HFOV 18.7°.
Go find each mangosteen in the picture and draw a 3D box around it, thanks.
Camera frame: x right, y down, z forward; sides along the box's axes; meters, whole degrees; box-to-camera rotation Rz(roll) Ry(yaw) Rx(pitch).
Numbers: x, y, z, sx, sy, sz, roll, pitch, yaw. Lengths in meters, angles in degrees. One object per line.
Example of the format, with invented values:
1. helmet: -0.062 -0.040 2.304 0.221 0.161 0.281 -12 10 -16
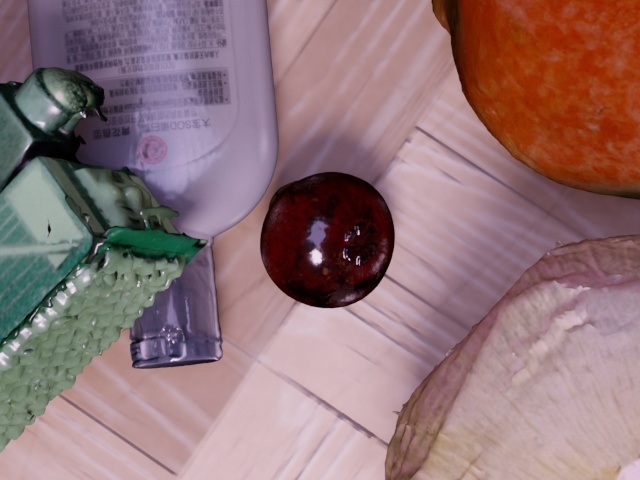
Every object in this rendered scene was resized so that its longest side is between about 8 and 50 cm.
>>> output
1. mangosteen: 0.002 0.000 1.119 0.081 0.081 0.081 0 84 2

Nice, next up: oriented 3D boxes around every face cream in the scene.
1. face cream: -0.094 -0.072 1.129 0.144 0.071 0.291 -7 83 4

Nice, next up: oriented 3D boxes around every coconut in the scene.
1. coconut: 0.176 0.144 1.006 0.297 0.254 0.297 0 83 4

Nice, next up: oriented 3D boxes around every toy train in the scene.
1. toy train: -0.203 0.026 1.070 0.269 0.115 0.154 -44 68 18

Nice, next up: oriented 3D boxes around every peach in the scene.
1. peach: 0.173 -0.134 1.061 0.257 0.232 0.232 15 84 37
